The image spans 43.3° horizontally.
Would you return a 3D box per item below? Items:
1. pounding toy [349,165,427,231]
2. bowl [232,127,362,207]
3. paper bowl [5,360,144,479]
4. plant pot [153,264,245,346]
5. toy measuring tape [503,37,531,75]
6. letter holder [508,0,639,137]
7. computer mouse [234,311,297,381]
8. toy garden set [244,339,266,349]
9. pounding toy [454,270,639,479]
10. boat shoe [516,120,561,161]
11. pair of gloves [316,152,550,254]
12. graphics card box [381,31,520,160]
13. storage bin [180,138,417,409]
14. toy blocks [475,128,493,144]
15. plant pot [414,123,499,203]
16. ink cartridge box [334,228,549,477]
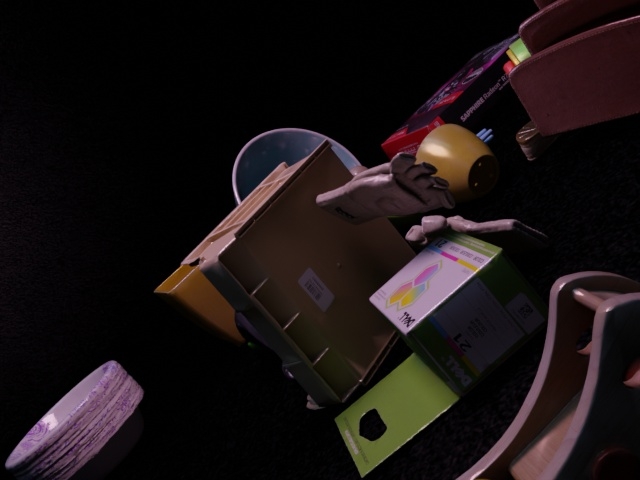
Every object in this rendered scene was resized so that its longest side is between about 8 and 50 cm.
[{"bbox_3d":[0.087,-0.049,1.509,0.183,0.110,0.237,-13,32,-37],"label":"pounding toy"},{"bbox_3d":[-0.056,-0.072,1.750,0.311,0.311,0.163,-49,-6,-36],"label":"bowl"},{"bbox_3d":[-0.465,0.386,1.594,0.284,0.148,0.284,-38,12,9],"label":"paper bowl"},{"bbox_3d":[-0.194,0.104,1.687,0.212,0.187,0.212,-44,12,-17],"label":"plant pot"},{"bbox_3d":[0.413,-0.329,1.533,0.121,0.121,0.330,-37,12,19],"label":"toy measuring tape"},{"bbox_3d":[0.397,-0.291,1.081,0.152,0.214,0.302,-46,19,-27],"label":"letter holder"},{"bbox_3d":[-0.058,0.114,1.305,0.188,0.072,0.272,-46,28,-21],"label":"computer mouse"},{"bbox_3d":[-0.034,0.118,1.466,0.244,0.049,0.204,-46,14,-23],"label":"toy garden set"},{"bbox_3d":[0.180,0.115,0.452,0.269,0.154,0.155,-41,11,1],"label":"pounding toy"},{"bbox_3d":[0.380,-0.188,1.279,0.153,0.048,0.056,-39,27,-9],"label":"boat shoe"},{"bbox_3d":[0.139,-0.032,1.005,0.204,0.240,0.042,-18,51,62],"label":"pair of gloves"},{"bbox_3d":[0.327,-0.315,1.826,0.371,0.094,0.233,-43,11,-18],"label":"graphics card box"},{"bbox_3d":[-0.009,0.048,1.085,0.123,0.262,0.260,-24,20,50],"label":"storage bin"},{"bbox_3d":[0.255,-0.153,1.529,0.148,0.054,0.123,-43,12,-11],"label":"toy blocks"},{"bbox_3d":[0.233,-0.115,1.313,0.134,0.134,0.095,-43,35,-13],"label":"plant pot"},{"bbox_3d":[0.100,0.114,0.886,0.255,0.097,0.189,-40,11,-2],"label":"ink cartridge box"}]
